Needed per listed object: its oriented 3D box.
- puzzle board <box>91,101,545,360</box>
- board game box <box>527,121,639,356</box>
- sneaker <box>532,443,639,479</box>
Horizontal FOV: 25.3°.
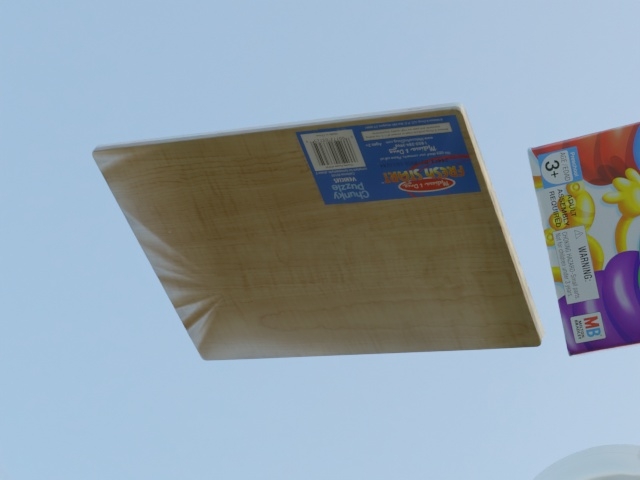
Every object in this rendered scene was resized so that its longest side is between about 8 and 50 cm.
[{"bbox_3d":[0.000,0.000,0.463,0.128,0.011,0.096,-5,-51,25],"label":"puzzle board"},{"bbox_3d":[0.296,-0.019,0.926,0.275,0.144,0.142,-13,-97,24],"label":"board game box"},{"bbox_3d":[0.186,0.210,0.616,0.131,0.148,0.350,-24,-71,21],"label":"sneaker"}]
